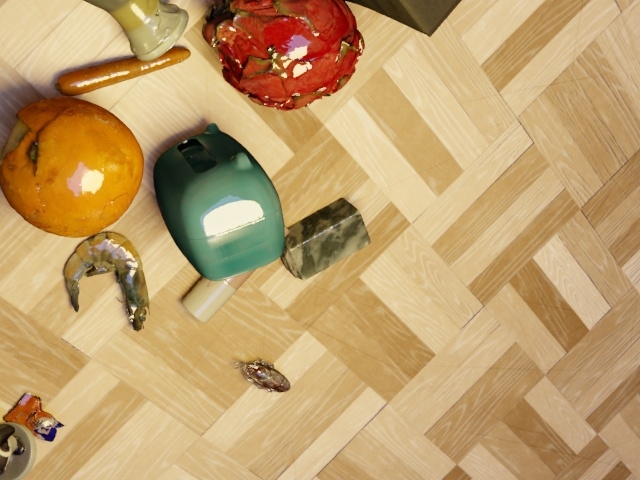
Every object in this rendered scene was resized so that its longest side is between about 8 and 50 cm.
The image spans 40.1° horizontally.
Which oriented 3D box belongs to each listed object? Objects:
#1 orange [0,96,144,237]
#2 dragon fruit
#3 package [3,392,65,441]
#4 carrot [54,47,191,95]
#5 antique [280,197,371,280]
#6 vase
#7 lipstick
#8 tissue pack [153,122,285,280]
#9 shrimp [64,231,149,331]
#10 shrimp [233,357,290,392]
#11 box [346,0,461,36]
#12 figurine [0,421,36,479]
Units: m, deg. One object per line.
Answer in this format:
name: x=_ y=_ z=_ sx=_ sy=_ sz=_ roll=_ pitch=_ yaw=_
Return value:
orange: x=-0.422 y=-0.122 z=1.476 sx=0.240 sy=0.240 sz=0.240 roll=-10 pitch=117 yaw=-21
dragon fruit: x=-0.063 y=-0.345 z=1.540 sx=0.299 sy=0.244 sz=0.244 roll=1 pitch=113 yaw=-35
package: x=-0.566 y=0.356 z=1.751 sx=0.111 sy=0.033 sz=0.077 roll=39 pitch=114 yaw=-17
carrot: x=-0.345 y=-0.302 z=1.548 sx=0.248 sy=0.043 sz=0.043 roll=-21 pitch=120 yaw=-18
antique: x=0.000 y=0.000 z=1.822 sx=0.183 sy=0.088 sz=0.086 roll=-29 pitch=121 yaw=-10
vase: x=-0.358 y=-0.438 z=1.410 sx=0.173 sy=0.173 sz=0.321 roll=-44 pitch=128 yaw=-1
lipstick: x=-0.171 y=0.052 z=1.774 sx=0.254 sy=0.070 sz=0.070 roll=-48 pitch=124 yaw=1
tissue pack: x=-0.190 y=-0.078 z=1.576 sx=0.198 sy=0.287 sz=0.206 roll=-21 pitch=119 yaw=-12
shrimp: x=-0.410 y=0.090 z=1.696 sx=0.150 sy=0.051 sz=0.217 roll=-19 pitch=112 yaw=-13
shrimp: x=-0.129 y=0.293 z=1.915 sx=0.165 sy=0.065 sz=0.056 roll=34 pitch=63 yaw=-28
box: x=0.128 y=-0.535 z=1.488 sx=0.251 sy=0.345 sz=0.204 roll=-48 pitch=126 yaw=3
figurine: x=-0.650 y=0.400 z=1.613 sx=0.176 sy=0.133 sz=0.236 roll=-48 pitch=160 yaw=1
